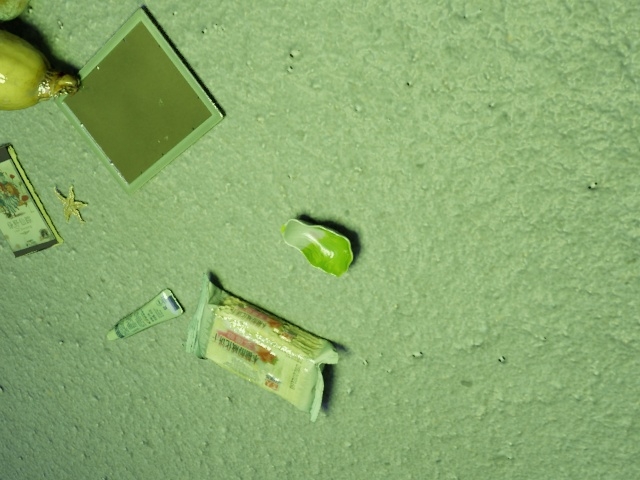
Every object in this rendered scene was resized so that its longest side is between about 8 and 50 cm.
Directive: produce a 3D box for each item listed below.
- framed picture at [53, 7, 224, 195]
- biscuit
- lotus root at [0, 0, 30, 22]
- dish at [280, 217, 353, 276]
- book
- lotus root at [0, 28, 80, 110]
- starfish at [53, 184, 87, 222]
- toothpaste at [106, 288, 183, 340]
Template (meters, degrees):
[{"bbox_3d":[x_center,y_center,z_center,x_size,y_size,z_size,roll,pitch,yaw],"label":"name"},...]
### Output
[{"bbox_3d":[-0.328,-0.239,1.512,0.296,0.019,0.232,-31,99,36],"label":"framed picture"},{"bbox_3d":[-0.116,0.206,1.602,0.309,0.079,0.186,26,123,12],"label":"biscuit"},{"bbox_3d":[-0.570,-0.443,1.491,0.113,0.088,0.192,50,135,-11],"label":"lotus root"},{"bbox_3d":[0.000,0.000,1.450,0.137,0.039,0.091,28,131,14],"label":"dish"},{"bbox_3d":[-0.647,-0.077,1.770,0.158,0.026,0.231,-14,109,33],"label":"book"},{"bbox_3d":[-0.601,-0.310,1.503,0.343,0.169,0.151,19,95,-9],"label":"lotus root"},{"bbox_3d":[-0.506,-0.070,1.703,0.092,0.016,0.086,46,126,-7],"label":"starfish"},{"bbox_3d":[-0.367,0.163,1.741,0.216,0.037,0.062,-28,100,32],"label":"toothpaste"}]
